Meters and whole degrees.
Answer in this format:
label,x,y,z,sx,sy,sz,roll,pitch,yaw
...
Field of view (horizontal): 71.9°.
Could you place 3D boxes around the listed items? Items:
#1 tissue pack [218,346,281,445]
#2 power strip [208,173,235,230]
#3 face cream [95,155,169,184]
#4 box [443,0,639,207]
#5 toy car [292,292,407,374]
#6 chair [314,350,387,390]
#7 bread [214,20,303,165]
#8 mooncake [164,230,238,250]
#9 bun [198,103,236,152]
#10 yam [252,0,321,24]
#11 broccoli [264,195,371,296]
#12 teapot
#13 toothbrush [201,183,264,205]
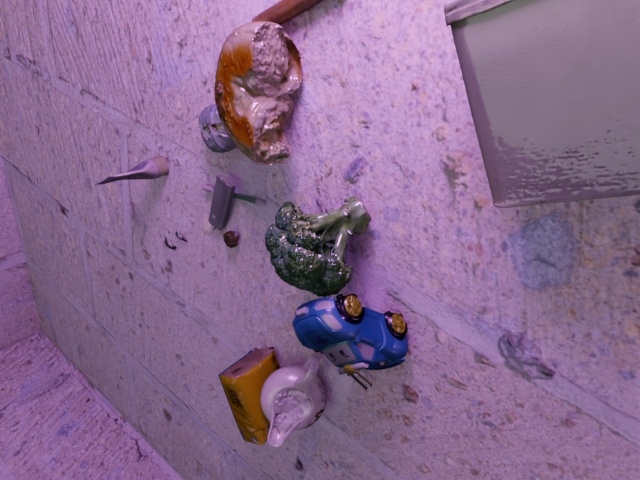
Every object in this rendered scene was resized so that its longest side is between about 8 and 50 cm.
label,x,y,z,sx,sy,sz,roll,pitch,yaw
tissue pack,-0.210,0.531,1.522,0.134,0.192,0.270,-6,108,42
power strip,-0.312,-0.110,1.377,0.060,0.027,0.252,38,140,8
face cream,-0.614,-0.219,1.453,0.114,0.224,0.070,-11,105,42
box,0.401,-0.244,0.653,0.352,0.177,0.343,-4,110,40
toy car,0.071,0.246,1.104,0.198,0.314,0.165,-29,46,41
chair,0.069,0.332,1.267,0.222,0.104,0.095,37,147,16
bread,-0.155,-0.345,1.056,0.192,0.171,0.313,15,119,37
mooncake,-0.407,-0.005,1.518,0.347,0.057,0.150,-23,83,37
bun,-0.290,-0.314,1.241,0.141,0.083,0.140,16,117,33
yam,-0.050,-0.522,0.969,0.264,0.046,0.046,-6,107,40
broccoli,0.000,0.000,1.079,0.270,0.270,0.270,-41,82,6
teapot,-0.082,0.492,1.405,0.209,0.166,0.299,27,109,8
toothbrush,-0.269,-0.140,1.353,0.257,0.024,0.018,18,142,31
